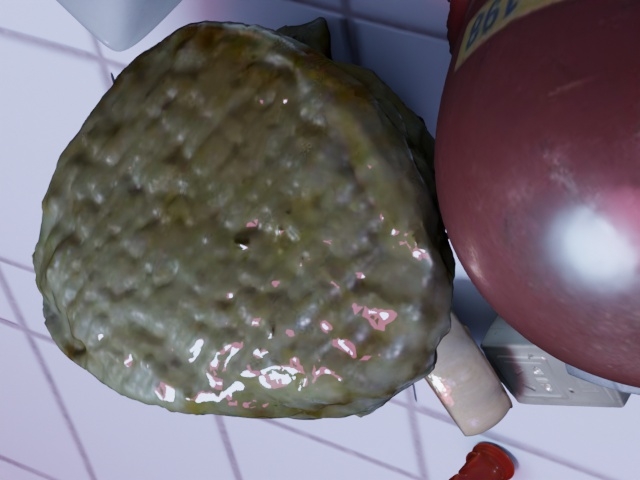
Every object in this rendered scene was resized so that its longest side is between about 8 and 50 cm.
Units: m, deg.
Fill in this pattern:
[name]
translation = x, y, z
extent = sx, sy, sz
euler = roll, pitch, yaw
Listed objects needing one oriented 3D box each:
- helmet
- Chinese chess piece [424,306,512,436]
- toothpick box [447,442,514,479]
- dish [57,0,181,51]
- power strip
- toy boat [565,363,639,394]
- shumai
[helmet]
translation = 0.195, -0.032, 0.959
extent = 0.337, 0.230, 0.385
euler = 45, 145, -20
[Chinese chess piece]
translation = 0.106, 0.102, 1.335
extent = 0.122, 0.051, 0.122
euler = 57, 178, 3
[toothpick box]
translation = 0.140, 0.225, 1.494
extent = 0.047, 0.083, 0.047
euler = 24, 138, 24
[dish]
translation = -0.149, -0.251, 1.000
extent = 0.243, 0.182, 0.080
euler = 43, -173, -15
[power strip]
translation = 0.207, 0.095, 1.294
extent = 0.175, 0.042, 0.075
euler = -4, 132, 45
[toy boat]
translation = 0.304, 0.077, 1.161
extent = 0.261, 0.085, 0.078
euler = 7, 142, 19
[shumai]
translation = 0.000, 0.000, 1.171
extent = 0.330, 0.292, 0.288
euler = 24, -179, 33
